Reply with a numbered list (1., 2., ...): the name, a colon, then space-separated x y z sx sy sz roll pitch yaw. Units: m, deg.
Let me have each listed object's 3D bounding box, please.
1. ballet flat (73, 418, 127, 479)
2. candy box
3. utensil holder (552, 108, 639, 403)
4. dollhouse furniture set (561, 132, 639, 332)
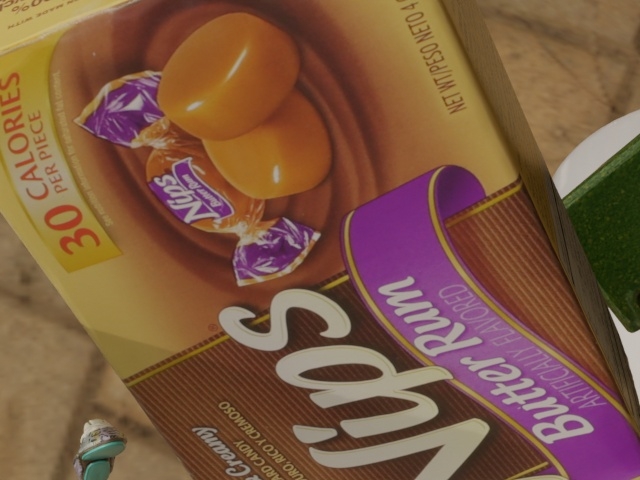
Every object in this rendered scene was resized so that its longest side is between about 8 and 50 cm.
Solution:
1. ballet flat: -0.189 0.172 1.526 0.041 0.041 0.114 60 155 15
2. candy box: 0.000 0.000 0.429 0.109 0.186 0.053 -19 38 13
3. utensil holder: 0.331 0.122 1.471 0.328 0.327 0.385 -16 48 24
4. dollhouse furniture set: 0.221 -0.004 0.601 0.151 0.301 0.197 -42 85 21
